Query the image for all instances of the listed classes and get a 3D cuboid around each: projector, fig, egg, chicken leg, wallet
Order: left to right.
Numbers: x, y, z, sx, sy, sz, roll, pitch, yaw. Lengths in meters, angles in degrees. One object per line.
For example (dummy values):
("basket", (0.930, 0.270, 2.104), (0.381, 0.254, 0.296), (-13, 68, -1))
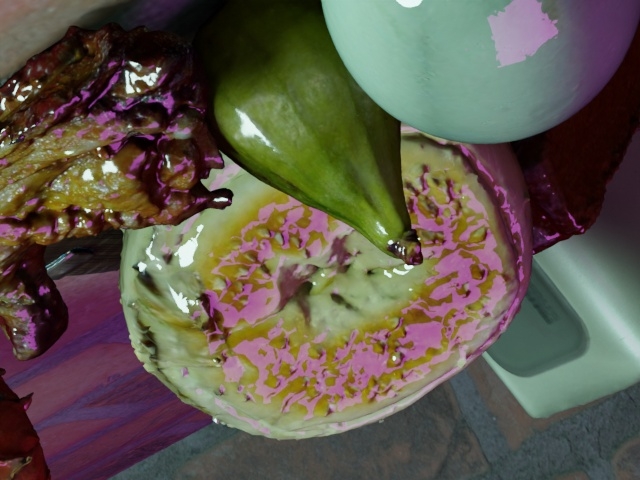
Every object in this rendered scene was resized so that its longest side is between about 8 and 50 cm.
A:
("chicken leg", (-0.157, -0.023, 0.881), (0.177, 0.083, 0.322), (18, 140, -36))
("wallet", (-0.172, -0.015, 1.096), (0.124, 0.042, 0.230), (-37, 170, 18))
("fig", (0.010, -0.077, 0.890), (0.127, 0.184, 0.133), (-55, 171, -21))
("egg", (0.083, -0.137, 0.771), (0.168, 0.168, 0.231), (-28, 168, 4))
("projector", (0.252, -0.006, 1.484), (0.248, 0.249, 0.248), (-41, -176, -34))

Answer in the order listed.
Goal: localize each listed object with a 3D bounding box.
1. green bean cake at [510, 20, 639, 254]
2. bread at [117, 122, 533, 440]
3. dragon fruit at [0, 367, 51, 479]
("green bean cake", (0.184, -0.096, 1.211), (0.198, 0.097, 0.233), (-28, -153, 37))
("bread", (0.000, 0.000, 1.079), (0.305, 0.159, 0.306), (-7, 126, -9))
("dragon fruit", (-0.352, 0.212, 1.267), (0.252, 0.241, 0.241), (-39, 169, 5))
